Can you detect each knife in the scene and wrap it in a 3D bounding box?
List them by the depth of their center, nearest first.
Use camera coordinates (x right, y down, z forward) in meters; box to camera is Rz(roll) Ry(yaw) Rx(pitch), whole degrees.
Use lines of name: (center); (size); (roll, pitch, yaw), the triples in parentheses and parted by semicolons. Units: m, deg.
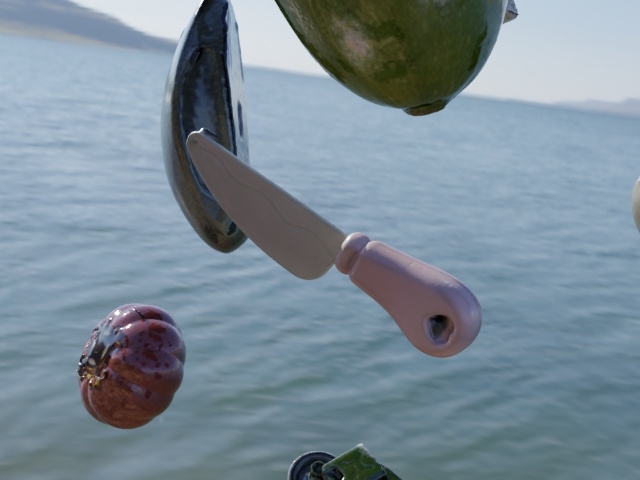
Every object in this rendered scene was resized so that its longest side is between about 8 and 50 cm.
knife: (-0.001, 0.003, 0.914); (0.336, 0.081, 0.043); (33, 27, 23)

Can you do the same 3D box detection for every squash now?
squash: (0.096, -0.297, 1.057); (0.310, 0.309, 0.310); (-30, 17, 10)

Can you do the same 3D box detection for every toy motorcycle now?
toy motorcycle: (0.052, 0.313, 1.074); (0.127, 0.205, 0.275); (-36, 58, -29)

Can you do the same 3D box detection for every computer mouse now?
computer mouse: (-0.165, -0.167, 1.385); (0.114, 0.373, 0.203); (-4, -4, 3)

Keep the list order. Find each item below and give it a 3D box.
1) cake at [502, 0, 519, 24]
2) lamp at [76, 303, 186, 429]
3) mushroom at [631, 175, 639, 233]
cake: (0.234, -0.364, 1.413); (0.052, 0.121, 0.065); (-24, 0, 34)
lamp: (-0.260, 0.180, 1.409); (0.140, 0.182, 0.182); (28, -4, -34)
mushroom: (0.503, -0.058, 1.263); (0.206, 0.209, 0.206); (7, 8, -1)
